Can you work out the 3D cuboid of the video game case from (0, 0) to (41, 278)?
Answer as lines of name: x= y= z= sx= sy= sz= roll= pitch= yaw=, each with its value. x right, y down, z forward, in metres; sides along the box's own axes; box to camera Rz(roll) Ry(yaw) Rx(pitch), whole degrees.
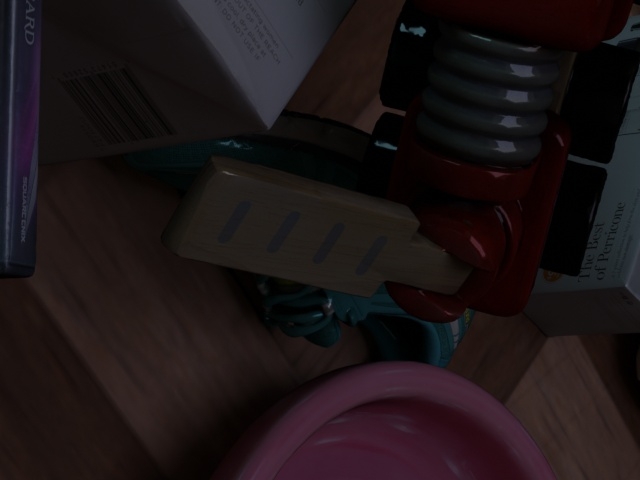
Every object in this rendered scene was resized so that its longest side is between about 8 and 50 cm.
video game case: x=-0.196 y=-0.119 z=0.658 sx=0.026 sy=0.196 sz=0.274 roll=17 pitch=72 yaw=-66

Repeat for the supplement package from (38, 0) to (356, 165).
supplement package: x=-0.061 y=-0.203 z=0.815 sx=0.175 sy=0.177 sz=0.293 roll=52 pitch=53 yaw=-29

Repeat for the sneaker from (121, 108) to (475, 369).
sneaker: x=0.000 y=0.000 z=0.917 sx=0.275 sy=0.107 sz=0.110 roll=29 pitch=74 yaw=-40

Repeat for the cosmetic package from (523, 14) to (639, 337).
cosmetic package: x=0.213 y=-0.051 z=1.142 sx=0.060 sy=0.099 sz=0.239 roll=41 pitch=58 yaw=-32

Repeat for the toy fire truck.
toy fire truck: x=0.052 y=-0.063 z=0.725 sx=0.246 sy=0.159 sz=0.217 roll=-53 pitch=158 yaw=-67

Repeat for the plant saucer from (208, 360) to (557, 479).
plant saucer: x=0.023 y=0.233 z=0.924 sx=0.332 sy=0.084 sz=0.332 roll=8 pitch=79 yaw=-45

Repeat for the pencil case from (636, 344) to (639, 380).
pencil case: x=0.426 y=0.040 z=1.130 sx=0.183 sy=0.410 sz=0.160 roll=-41 pitch=116 yaw=-48
